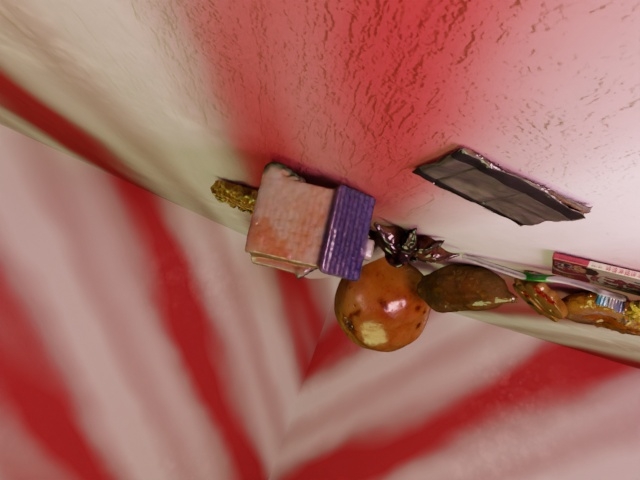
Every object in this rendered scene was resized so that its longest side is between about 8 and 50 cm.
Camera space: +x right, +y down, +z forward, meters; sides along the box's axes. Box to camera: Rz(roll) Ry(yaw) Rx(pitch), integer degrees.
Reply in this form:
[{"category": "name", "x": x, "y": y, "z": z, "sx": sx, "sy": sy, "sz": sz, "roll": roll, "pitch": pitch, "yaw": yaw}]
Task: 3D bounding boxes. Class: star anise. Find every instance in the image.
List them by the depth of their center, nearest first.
[{"category": "star anise", "x": 0.243, "y": 0.030, "z": 1.345, "sx": 0.271, "sy": 0.103, "sz": 0.272, "roll": 18, "pitch": 170, "yaw": 3}]

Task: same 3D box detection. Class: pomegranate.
[{"category": "pomegranate", "x": 0.253, "y": 0.226, "z": 1.849, "sx": 0.409, "sy": 0.410, "sz": 0.410, "roll": 20, "pitch": 173, "yaw": 3}]

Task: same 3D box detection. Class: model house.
[{"category": "model house", "x": -0.011, "y": -0.023, "z": 1.174, "sx": 0.280, "sy": 0.245, "sz": 0.312, "roll": 12, "pitch": 174, "yaw": 0}]

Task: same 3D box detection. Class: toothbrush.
[{"category": "toothbrush", "x": 0.530, "y": 0.087, "z": 1.195, "sx": 0.042, "sy": 0.040, "sz": 0.417, "roll": 1, "pitch": -166, "yaw": -40}]

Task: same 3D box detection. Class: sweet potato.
[{"category": "sweet potato", "x": 0.447, "y": 0.145, "z": 1.484, "sx": 0.157, "sy": 0.158, "sz": 0.369, "roll": 23, "pitch": 162, "yaw": -22}]

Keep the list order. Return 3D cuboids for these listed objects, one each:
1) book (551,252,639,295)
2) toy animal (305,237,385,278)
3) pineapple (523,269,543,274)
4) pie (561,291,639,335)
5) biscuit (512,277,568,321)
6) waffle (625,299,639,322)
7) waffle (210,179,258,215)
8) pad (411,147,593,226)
[{"category": "book", "x": 0.610, "y": 0.078, "z": 1.012, "sx": 0.231, "sy": 0.022, "sz": 0.162, "roll": 17, "pitch": 174, "yaw": 28}, {"category": "toy animal", "x": 0.047, "y": 0.000, "z": 1.501, "sx": 0.188, "sy": 0.307, "sz": 0.266, "roll": 60, "pitch": 177, "yaw": 35}, {"category": "pineapple", "x": 0.560, "y": 0.094, "z": 1.276, "sx": 0.045, "sy": 0.019, "sz": 0.083, "roll": 19, "pitch": 176, "yaw": -15}, {"category": "pie", "x": 0.777, "y": 0.200, "z": 1.297, "sx": 0.273, "sy": 0.069, "sz": 0.273, "roll": 16, "pitch": 171, "yaw": 3}, {"category": "biscuit", "x": 0.613, "y": 0.167, "z": 1.349, "sx": 0.166, "sy": 0.036, "sz": 0.225, "roll": 48, "pitch": 179, "yaw": 3}, {"category": "waffle", "x": 0.756, "y": 0.152, "z": 0.966, "sx": 0.245, "sy": 0.052, "sz": 0.254, "roll": 6, "pitch": 168, "yaw": 26}, {"category": "waffle", "x": -0.222, "y": -0.125, "z": 1.620, "sx": 0.283, "sy": 0.065, "sz": 0.309, "roll": 16, "pitch": 169, "yaw": 16}, {"category": "pad", "x": 0.278, "y": -0.078, "z": 0.761, "sx": 0.232, "sy": 0.022, "sz": 0.174, "roll": 23, "pitch": 173, "yaw": -12}]
